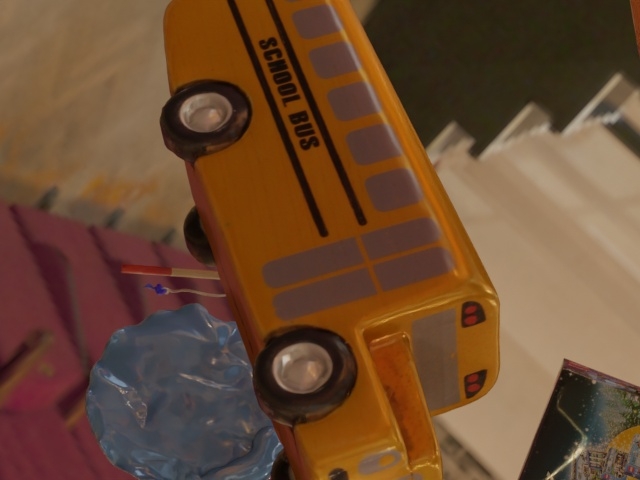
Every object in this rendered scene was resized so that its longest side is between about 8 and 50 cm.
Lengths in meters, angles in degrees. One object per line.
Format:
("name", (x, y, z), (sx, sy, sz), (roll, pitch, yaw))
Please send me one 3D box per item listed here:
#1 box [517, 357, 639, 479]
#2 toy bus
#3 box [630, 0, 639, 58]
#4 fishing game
("box", (0.206, 0.220, 1.111), (0.044, 0.159, 0.233), (-25, 136, -79))
("toy bus", (0.000, 0.000, 0.841), (0.130, 0.332, 0.108), (-17, 141, -8))
("box", (0.363, -0.091, 1.135), (0.168, 0.345, 0.215), (-22, -158, -16))
("fishing game", (-0.103, 0.137, 1.329), (0.189, 0.264, 0.041), (3, 145, -8))
